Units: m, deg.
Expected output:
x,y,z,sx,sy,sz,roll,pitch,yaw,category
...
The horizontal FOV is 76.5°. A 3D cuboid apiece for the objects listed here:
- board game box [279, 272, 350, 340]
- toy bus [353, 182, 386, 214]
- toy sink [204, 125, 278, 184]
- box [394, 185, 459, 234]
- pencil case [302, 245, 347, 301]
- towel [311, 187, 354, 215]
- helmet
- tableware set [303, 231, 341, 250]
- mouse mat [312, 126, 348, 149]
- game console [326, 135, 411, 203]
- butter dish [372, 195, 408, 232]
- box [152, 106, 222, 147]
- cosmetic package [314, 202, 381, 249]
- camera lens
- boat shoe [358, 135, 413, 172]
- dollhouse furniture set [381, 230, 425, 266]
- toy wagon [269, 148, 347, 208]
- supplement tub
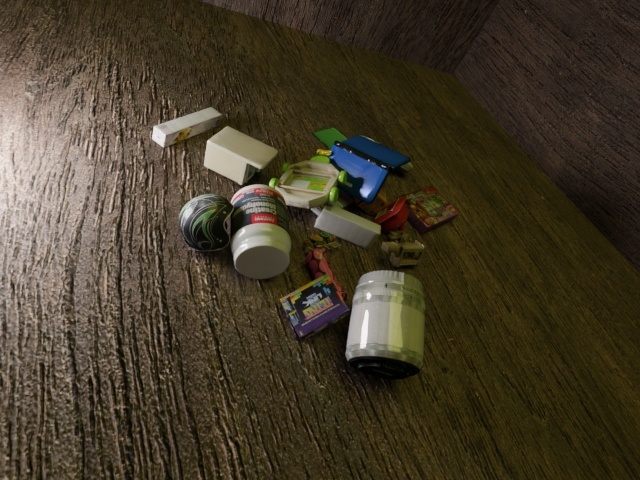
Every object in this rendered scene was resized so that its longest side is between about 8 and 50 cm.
x,y,z,sx,sy,sz,roll,pitch,yaw,category
-0.017,0.201,1.238,0.170,0.048,0.141,-29,60,-8,board game box
0.219,-0.276,1.834,0.130,0.108,0.332,35,37,-25,toy bus
-0.309,-0.318,1.586,0.234,0.131,0.152,25,42,2,toy sink
0.505,-0.151,1.928,0.293,0.057,0.201,-21,62,-41,box
0.018,0.123,1.359,0.095,0.098,0.209,-5,53,-32,pencil case
0.024,-0.208,1.736,0.209,0.034,0.285,44,43,14,towel
-0.351,-0.063,1.259,0.170,0.161,0.169,-2,25,1,helmet
0.000,0.000,1.497,0.104,0.024,0.154,33,31,33,tableware set
0.064,-0.525,2.091,0.152,0.007,0.190,44,42,16,mouse mat
0.187,-0.310,1.730,0.293,0.250,0.173,33,12,30,game console
0.314,-0.090,1.717,0.118,0.160,0.160,50,39,-12,butter dish
-0.536,-0.466,1.654,0.067,0.063,0.324,37,42,7,box
0.106,-0.056,1.585,0.239,0.098,0.060,23,39,-8,cosmetic package
0.195,0.253,1.199,0.220,0.219,0.274,18,60,-13,camera lens
0.317,-0.420,2.067,0.321,0.103,0.118,27,2,-8,boat shoe
0.289,0.034,1.628,0.182,0.101,0.161,1,24,-28,dollhouse furniture set
-0.032,-0.253,1.626,0.268,0.068,0.344,11,44,16,toy wagon
-0.196,-0.032,1.321,0.191,0.191,0.272,9,45,-22,supplement tub
